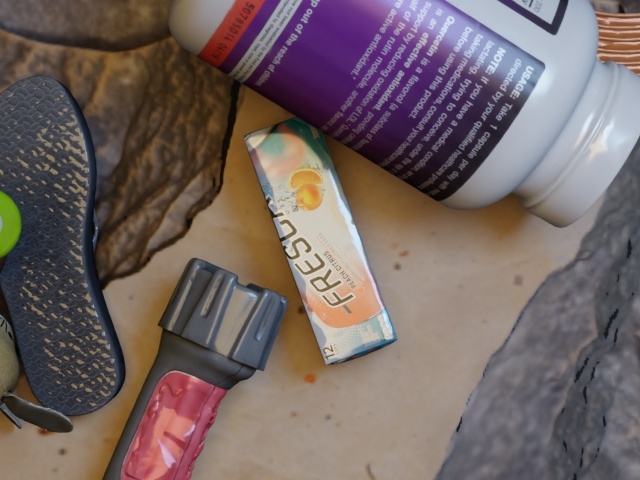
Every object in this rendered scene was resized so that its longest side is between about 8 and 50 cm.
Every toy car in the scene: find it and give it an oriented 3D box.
[{"bbox_3d":[-0.251,0.066,1.318,0.149,0.155,0.188,-48,113,-24],"label":"toy car"}]

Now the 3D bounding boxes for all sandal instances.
[{"bbox_3d":[-0.205,0.004,1.380,0.097,0.054,0.255,-7,96,7],"label":"sandal"}]

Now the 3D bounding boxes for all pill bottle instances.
[{"bbox_3d":[0.066,-0.142,1.298,0.323,0.181,0.181,31,87,-9],"label":"pill bottle"}]

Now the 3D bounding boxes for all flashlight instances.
[{"bbox_3d":[-0.113,0.168,1.337,0.103,0.103,0.304,24,88,3],"label":"flashlight"}]

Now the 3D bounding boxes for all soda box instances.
[{"bbox_3d":[0.000,0.000,1.365,0.058,0.063,0.183,-21,86,-1],"label":"soda box"}]

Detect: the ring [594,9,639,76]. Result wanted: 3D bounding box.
[{"bbox_3d":[0.231,-0.282,1.398,0.336,0.032,0.337,0,86,0],"label":"ring"}]
